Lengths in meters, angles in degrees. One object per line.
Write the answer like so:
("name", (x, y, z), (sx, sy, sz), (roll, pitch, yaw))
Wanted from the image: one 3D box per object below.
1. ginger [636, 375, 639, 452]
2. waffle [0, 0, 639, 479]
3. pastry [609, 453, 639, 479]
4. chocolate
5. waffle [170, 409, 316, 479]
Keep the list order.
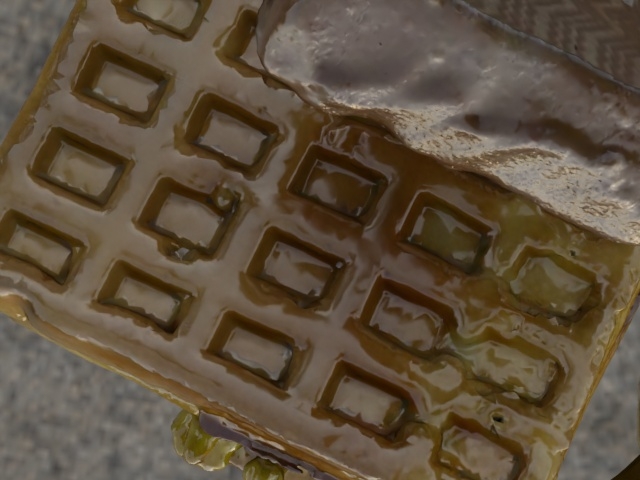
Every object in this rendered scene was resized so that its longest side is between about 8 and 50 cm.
("ginger", (0.251, -0.065, 1.218), (0.122, 0.363, 0.348), (13, 114, 12))
("waffle", (0.000, 0.000, 1.000), (0.327, 0.098, 0.224), (26, 82, 10))
("pastry", (0.169, 0.175, 0.502), (0.356, 0.164, 0.356), (-7, 116, -14))
("chocolate", (0.082, -0.085, 0.836), (0.214, 0.148, 0.093), (28, 128, -12))
("waffle", (-0.027, 0.099, 1.264), (0.259, 0.293, 0.069), (23, 99, -37))
